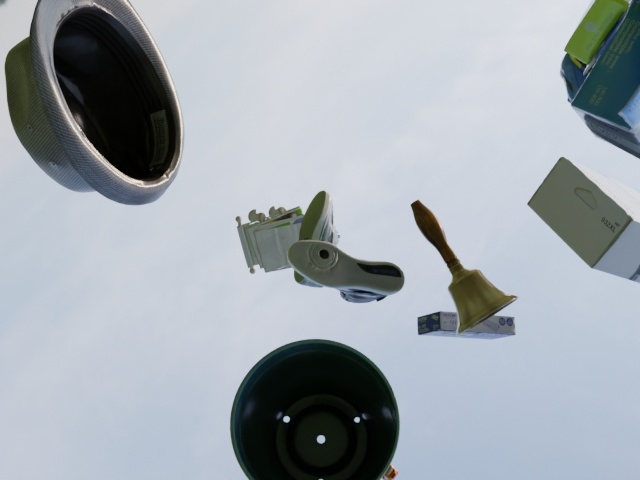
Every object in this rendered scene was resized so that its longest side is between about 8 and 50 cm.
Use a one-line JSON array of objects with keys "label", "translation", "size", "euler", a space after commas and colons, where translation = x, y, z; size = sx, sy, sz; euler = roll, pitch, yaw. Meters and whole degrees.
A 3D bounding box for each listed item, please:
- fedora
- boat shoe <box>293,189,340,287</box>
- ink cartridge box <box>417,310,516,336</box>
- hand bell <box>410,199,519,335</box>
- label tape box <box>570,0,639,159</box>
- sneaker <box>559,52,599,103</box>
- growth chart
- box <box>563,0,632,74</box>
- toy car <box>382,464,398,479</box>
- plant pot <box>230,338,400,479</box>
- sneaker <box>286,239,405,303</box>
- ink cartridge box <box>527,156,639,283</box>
[{"label": "fedora", "translation": [-0.280, -0.163, 1.100], "size": [0.124, 0.275, 0.243], "euler": [-13, -147, 27]}, {"label": "boat shoe", "translation": [0.000, 0.000, 2.161], "size": [0.079, 0.081, 0.227], "euler": [-7, -112, 56]}, {"label": "ink cartridge box", "translation": [0.335, 0.196, 2.148], "size": [0.097, 0.207, 0.046], "euler": [-25, -118, 60]}, {"label": "hand bell", "translation": [0.228, 0.033, 1.643], "size": [0.126, 0.242, 0.126], "euler": [-31, 169, -7]}, {"label": "label tape box", "translation": [0.461, -0.261, 1.289], "size": [0.115, 0.348, 0.249], "euler": [33, -81, 25]}, {"label": "sneaker", "translation": [0.474, -0.243, 1.605], "size": [0.082, 0.069, 0.209], "euler": [110, -34, -48]}, {"label": "growth chart", "translation": [-0.083, -0.004, 2.295], "size": [0.237, 0.171, 0.021], "euler": [-7, -169, -6]}, {"label": "box", "translation": [0.363, -0.300, 1.160], "size": [0.178, 0.042, 0.109], "euler": [-56, 174, -33]}, {"label": "toy car", "translation": [0.105, 0.479, 1.849], "size": [0.122, 0.060, 0.040], "euler": [-32, -158, -22]}, {"label": "plant pot", "translation": [-0.005, 0.327, 1.606], "size": [0.271, 0.272, 0.255], "euler": [-47, 167, -12]}, {"label": "sneaker", "translation": [0.030, 0.068, 1.674], "size": [0.121, 0.217, 0.079], "euler": [134, -30, -64]}, {"label": "ink cartridge box", "translation": [0.601, -0.027, 1.880], "size": [0.129, 0.308, 0.223], "euler": [-57, -138, 21]}]
